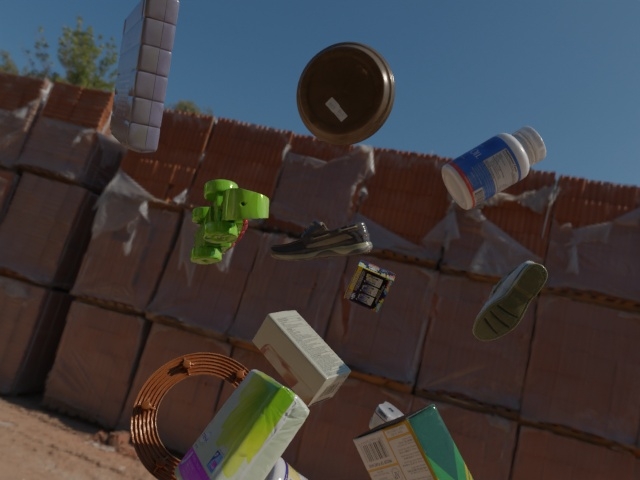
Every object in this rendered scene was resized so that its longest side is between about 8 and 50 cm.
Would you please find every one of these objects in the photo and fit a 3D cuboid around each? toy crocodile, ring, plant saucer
[{"bbox_3d":[-0.201,-0.029,1.087,0.105,0.115,0.340,5,-21,-23],"label":"toy crocodile"},{"bbox_3d":[-0.290,0.433,1.306,0.336,0.337,0.032,17,-35,-7],"label":"ring"},{"bbox_3d":[0.060,-0.396,1.422,0.277,0.278,0.041,14,7,17],"label":"plant saucer"}]

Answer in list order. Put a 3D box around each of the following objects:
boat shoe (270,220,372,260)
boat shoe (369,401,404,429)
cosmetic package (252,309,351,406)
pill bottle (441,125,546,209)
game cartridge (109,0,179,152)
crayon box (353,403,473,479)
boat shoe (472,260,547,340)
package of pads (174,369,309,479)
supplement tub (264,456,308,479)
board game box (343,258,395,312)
[{"bbox_3d":[0.000,0.000,1.848,0.355,0.130,0.132,-6,-5,5],"label":"boat shoe"},{"bbox_3d":[0.231,0.624,1.838,0.096,0.088,0.267,37,0,21],"label":"boat shoe"},{"bbox_3d":[-0.064,0.376,1.728,0.296,0.129,0.153,45,24,29],"label":"cosmetic package"},{"bbox_3d":[0.412,-0.178,1.262,0.124,0.221,0.124,60,-2,3],"label":"pill bottle"},{"bbox_3d":[-0.310,-0.278,0.915,0.068,0.230,0.355,2,14,-26],"label":"game cartridge"},{"bbox_3d":[0.208,0.496,1.001,0.083,0.323,0.203,-14,-20,-35],"label":"crayon box"},{"bbox_3d":[0.596,0.195,1.698,0.113,0.302,0.103,43,2,-5],"label":"boat shoe"},{"bbox_3d":[-0.171,0.428,1.120,0.101,0.296,0.229,43,-16,-15],"label":"package of pads"},{"bbox_3d":[-0.106,0.885,1.721,0.331,0.241,0.241,45,-17,-14],"label":"supplement tub"},{"bbox_3d":[0.180,0.169,1.961,0.141,0.170,0.048,25,36,4],"label":"board game box"}]
